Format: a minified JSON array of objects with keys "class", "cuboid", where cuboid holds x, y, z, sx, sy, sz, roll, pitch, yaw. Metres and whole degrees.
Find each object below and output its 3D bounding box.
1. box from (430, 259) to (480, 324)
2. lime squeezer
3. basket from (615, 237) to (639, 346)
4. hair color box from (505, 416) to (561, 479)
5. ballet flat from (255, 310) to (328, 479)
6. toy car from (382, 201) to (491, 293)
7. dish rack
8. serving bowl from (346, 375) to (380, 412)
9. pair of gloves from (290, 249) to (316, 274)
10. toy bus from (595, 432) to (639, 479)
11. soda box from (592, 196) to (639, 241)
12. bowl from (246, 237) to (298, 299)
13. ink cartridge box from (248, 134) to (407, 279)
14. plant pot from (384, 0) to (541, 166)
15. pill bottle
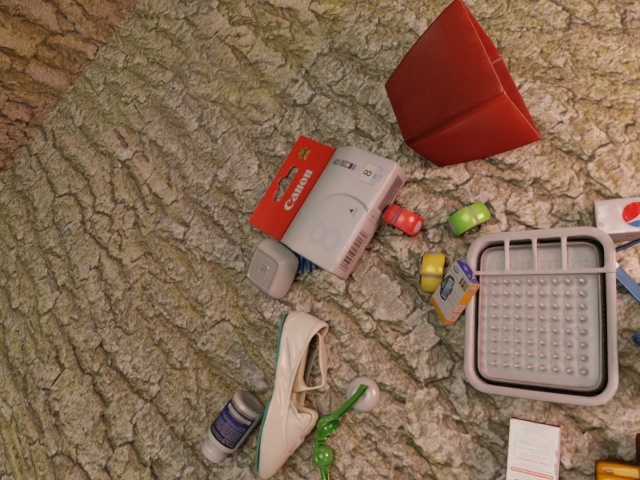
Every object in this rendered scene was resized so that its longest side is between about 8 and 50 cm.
[{"class":"box","cuboid":[0.295,0.108,1.070,0.136,0.028,0.081,-63,27,29]},{"class":"lime squeezer","cuboid":[0.032,0.474,1.128,0.109,0.059,0.310,10,80,31]},{"class":"basket","cuboid":[0.631,0.109,0.827,0.201,0.255,0.289,-37,75,-3]},{"class":"hair color box","cuboid":[0.410,0.437,0.948,0.093,0.053,0.167,3,75,27]},{"class":"ballet flat","cuboid":[-0.058,0.368,1.175,0.139,0.139,0.400,2,73,28]},{"class":"toy car","cuboid":[0.284,-0.023,1.132,0.225,0.053,0.239,-30,76,10]},{"class":"dish rack","cuboid":[0.437,0.147,0.986,0.285,0.072,0.333,-5,73,39]},{"class":"serving bowl","cuboid":[0.096,0.360,1.148,0.083,0.027,0.083,-8,72,24]},{"class":"pair of gloves","cuboid":[0.000,0.000,1.309,0.198,0.023,0.159,-19,67,22]},{"class":"toy bus","cuboid":[0.640,0.402,0.806,0.332,0.108,0.130,-1,74,27]},{"class":"soda box","cuboid":[0.655,-0.046,0.956,0.216,0.069,0.074,-5,72,25]},{"class":"bowl","cuboid":[-0.138,0.077,1.318,0.142,0.053,0.142,34,110,29]},{"class":"ink cartridge box","cuboid":[-0.012,-0.117,1.290,0.385,0.091,0.308,29,87,34]},{"class":"plant pot","cuboid":[0.306,-0.320,1.121,0.235,0.267,0.267,-29,63,30]},{"class":"pill bottle","cuboid":[-0.224,0.473,1.242,0.094,0.094,0.169,39,94,31]}]
